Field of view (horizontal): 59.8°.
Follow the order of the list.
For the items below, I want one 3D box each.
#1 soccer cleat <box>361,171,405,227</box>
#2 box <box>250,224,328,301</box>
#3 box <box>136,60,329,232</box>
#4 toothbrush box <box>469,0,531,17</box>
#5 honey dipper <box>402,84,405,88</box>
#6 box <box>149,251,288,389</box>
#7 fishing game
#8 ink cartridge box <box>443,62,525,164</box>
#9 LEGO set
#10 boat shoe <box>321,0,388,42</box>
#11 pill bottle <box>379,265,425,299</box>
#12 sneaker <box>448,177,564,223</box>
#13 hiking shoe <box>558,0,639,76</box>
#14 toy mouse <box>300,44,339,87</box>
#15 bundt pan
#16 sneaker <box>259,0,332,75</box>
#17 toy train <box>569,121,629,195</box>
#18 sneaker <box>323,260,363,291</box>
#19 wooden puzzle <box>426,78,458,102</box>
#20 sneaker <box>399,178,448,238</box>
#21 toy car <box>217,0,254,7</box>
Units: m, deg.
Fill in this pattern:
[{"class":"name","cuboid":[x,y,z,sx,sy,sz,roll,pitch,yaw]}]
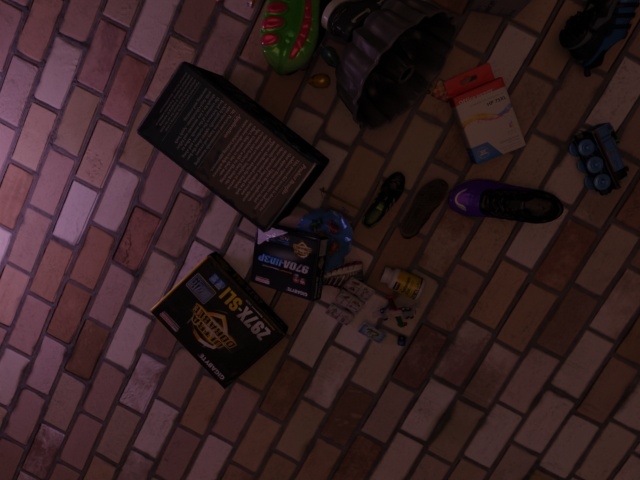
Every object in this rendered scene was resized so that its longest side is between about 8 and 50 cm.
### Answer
[{"class":"soccer cleat","cuboid":[0.173,-0.105,1.513,0.060,0.072,0.179,34,102,0]},{"class":"box","cuboid":[-0.089,0.055,1.537,0.220,0.051,0.175,15,103,32]},{"class":"box","cuboid":[-0.204,-0.238,1.422,0.395,0.293,0.212,38,102,-1]},{"class":"toothbrush box","cuboid":[0.456,-0.703,1.303,0.126,0.216,0.295,13,100,5]},{"class":"honey dipper","cuboid":[0.189,-0.437,1.478,0.161,0.030,0.030,39,102,3]},{"class":"box","cuboid":[-0.294,0.233,1.626,0.257,0.079,0.322,-42,93,10]},{"class":"fishing game","cuboid":[0.000,0.000,1.534,0.189,0.041,0.264,35,100,25]},{"class":"ink cartridge box","cuboid":[0.421,-0.329,1.438,0.134,0.078,0.231,-22,99,10]},{"class":"LEGO set","cuboid":[0.159,0.203,1.571,0.244,0.060,0.182,30,132,-2]},{"class":"boat shoe","cuboid":[0.136,-0.545,1.350,0.302,0.114,0.091,-33,68,-30]},{"class":"pill bottle","cuboid":[0.227,0.115,1.549,0.116,0.065,0.065,23,102,3]},{"class":"sneaker","cuboid":[0.484,-0.101,1.439,0.293,0.146,0.102,5,100,5]},{"class":"hiking shoe","cuboid":[0.720,-0.563,1.369,0.304,0.113,0.132,-48,122,6]},{"class":"toy mouse","cuboid":[-0.008,-0.483,1.489,0.161,0.031,0.143,8,101,5]},{"class":"bundt pan","cuboid":[0.162,-0.428,1.319,0.331,0.331,0.124,-47,71,12]},{"class":"sneaker","cuboid":[-0.038,-0.637,1.393,0.185,0.202,0.482,24,84,-6]},{"class":"toy train","cuboid":[0.721,-0.209,1.429,0.105,0.080,0.184,-28,95,5]},{"class":"sneaker","cuboid":[0.047,0.115,1.571,0.170,0.063,0.074,-17,96,8]},{"class":"wooden puzzle","cuboid":[0.326,-0.399,1.477,0.083,0.006,0.049,25,102,2]},{"class":"sneaker","cuboid":[0.276,-0.086,1.514,0.066,0.071,0.188,38,84,13]},{"class":"toy car","cuboid":[-0.239,-0.642,1.479,0.122,0.060,0.040,27,134,8]}]
